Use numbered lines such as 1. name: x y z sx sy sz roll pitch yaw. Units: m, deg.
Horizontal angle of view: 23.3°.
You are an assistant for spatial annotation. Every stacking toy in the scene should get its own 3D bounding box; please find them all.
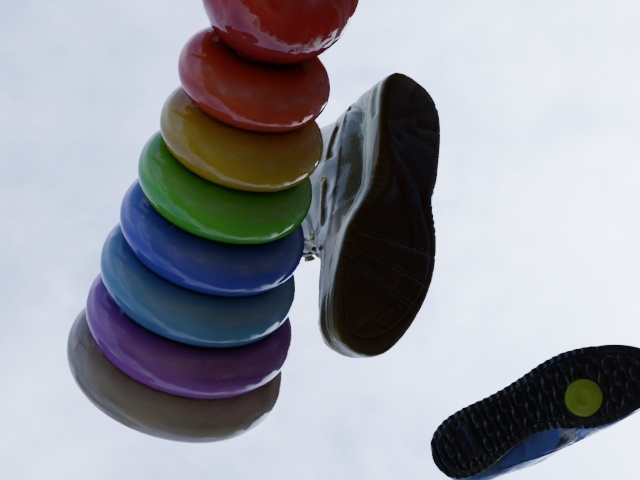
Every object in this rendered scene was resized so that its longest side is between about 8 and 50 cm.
1. stacking toy: -0.051 -0.043 0.921 0.141 0.141 0.330 -3 -53 -34

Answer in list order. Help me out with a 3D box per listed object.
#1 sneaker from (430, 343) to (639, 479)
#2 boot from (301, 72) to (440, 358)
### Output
1. sneaker: 0.194 0.145 1.304 0.082 0.209 0.069 24 -138 -63
2. boot: 0.000 0.000 1.081 0.077 0.165 0.213 31 -125 -32
